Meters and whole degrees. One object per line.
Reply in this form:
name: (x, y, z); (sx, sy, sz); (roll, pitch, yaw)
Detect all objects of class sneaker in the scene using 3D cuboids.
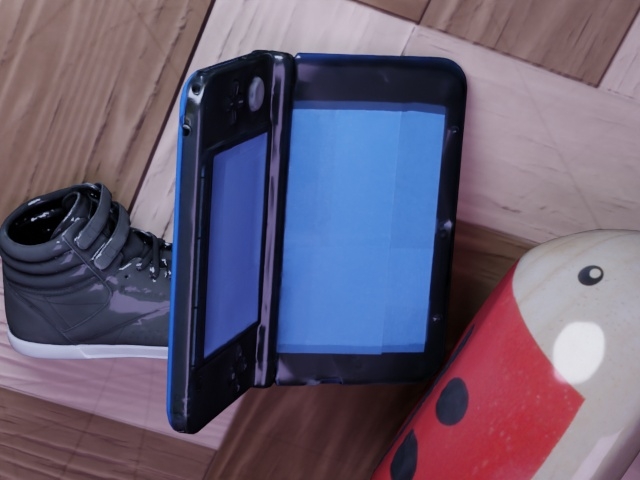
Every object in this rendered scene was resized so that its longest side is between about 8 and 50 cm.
sneaker: (-0.149, 0.021, 1.568); (0.296, 0.104, 0.147); (-5, 129, 8)

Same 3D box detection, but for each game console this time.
game console: (0.000, 0.000, 1.460); (0.173, 0.250, 0.293); (7, 104, 16)

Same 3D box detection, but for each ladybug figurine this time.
ladybug figurine: (0.171, 0.163, 1.568); (0.162, 0.305, 0.449); (32, 115, 1)
